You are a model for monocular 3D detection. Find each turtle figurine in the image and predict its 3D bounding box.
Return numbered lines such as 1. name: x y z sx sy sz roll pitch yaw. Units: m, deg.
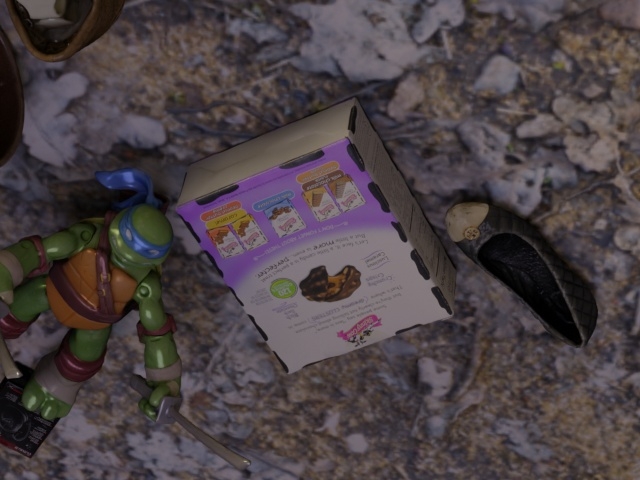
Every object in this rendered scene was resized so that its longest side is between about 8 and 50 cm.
1. turtle figurine: -0.220 0.093 1.561 0.197 0.275 0.266 1 159 -33

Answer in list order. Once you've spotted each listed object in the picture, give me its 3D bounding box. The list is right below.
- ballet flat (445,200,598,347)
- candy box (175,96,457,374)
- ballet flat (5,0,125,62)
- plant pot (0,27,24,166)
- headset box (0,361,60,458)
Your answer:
1. ballet flat: 0.174 0.025 1.575 0.173 0.049 0.057 38 121 -19
2. candy box: 0.000 0.000 1.566 0.165 0.070 0.196 -21 120 20
3. ballet flat: -0.218 -0.278 1.359 0.116 0.124 0.342 -1 125 8
4. plant pot: -0.353 -0.111 1.485 0.165 0.167 0.167 -17 122 28
5. headset box: -0.281 0.162 1.742 0.062 0.032 0.083 29 125 -13
